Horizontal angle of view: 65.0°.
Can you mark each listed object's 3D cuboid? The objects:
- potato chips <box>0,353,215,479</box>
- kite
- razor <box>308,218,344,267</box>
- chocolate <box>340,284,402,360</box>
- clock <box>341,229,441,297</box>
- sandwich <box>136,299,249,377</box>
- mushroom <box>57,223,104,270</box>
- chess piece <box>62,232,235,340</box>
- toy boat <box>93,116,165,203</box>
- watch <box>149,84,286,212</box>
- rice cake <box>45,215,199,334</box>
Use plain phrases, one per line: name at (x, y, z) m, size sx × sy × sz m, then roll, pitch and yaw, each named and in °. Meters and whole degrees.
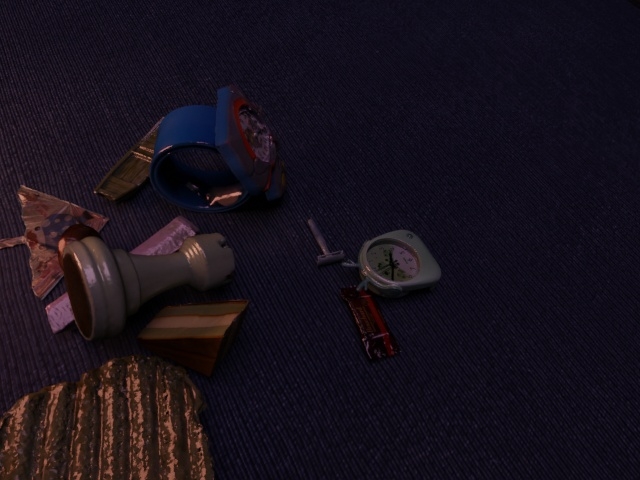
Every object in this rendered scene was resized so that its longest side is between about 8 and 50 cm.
potato chips at (-0.357, 0.373, 0.827) m, size 0.359 × 0.070 × 0.429 m, roll -16°, pitch 47°, yaw -8°
kite at (-0.638, -0.007, 1.131) m, size 0.315 × 0.011 × 0.335 m, roll -16°, pitch 59°, yaw -18°
razor at (0.000, 0.000, 1.200) m, size 0.068 × 0.040 × 0.135 m, roll -13°, pitch 52°, yaw -17°
chocolate at (0.106, 0.173, 1.094) m, size 0.086 × 0.028 × 0.182 m, roll -10°, pitch 54°, yaw -25°
clock at (0.155, 0.060, 1.145) m, size 0.211 × 0.065 × 0.159 m, roll -12°, pitch 53°, yaw -21°
sandwich at (-0.251, 0.156, 0.977) m, size 0.188 × 0.144 × 0.117 m, roll 23°, pitch 38°, yaw 7°
mushroom at (-0.506, 0.024, 1.058) m, size 0.087 × 0.127 × 0.127 m, roll -8°, pitch 56°, yaw 2°
chess piece at (-0.326, 0.067, 0.993) m, size 0.299 × 0.194 × 0.194 m, roll -14°, pitch 57°, yaw -37°
toy boat at (-0.447, -0.197, 1.261) m, size 0.093 × 0.055 × 0.292 m, roll 21°, pitch 56°, yaw 8°
watch at (-0.235, -0.178, 1.189) m, size 0.275 × 0.305 × 0.241 m, roll -17°, pitch 51°, yaw 17°
rice cake at (-0.415, 0.069, 1.078) m, size 0.072 × 0.056 × 0.365 m, roll 46°, pitch 61°, yaw 4°
